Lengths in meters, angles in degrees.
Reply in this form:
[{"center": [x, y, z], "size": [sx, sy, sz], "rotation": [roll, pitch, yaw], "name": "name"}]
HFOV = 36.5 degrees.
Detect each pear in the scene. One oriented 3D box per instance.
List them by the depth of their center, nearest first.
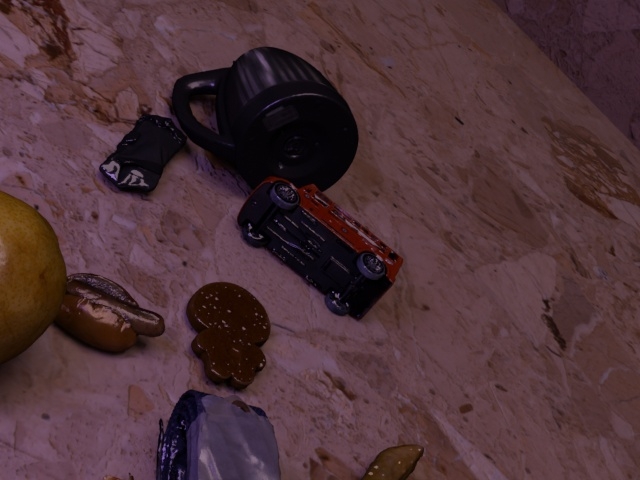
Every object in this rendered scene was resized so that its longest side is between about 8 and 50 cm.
[{"center": [-0.379, 0.038, 1.054], "size": [0.209, 0.209, 0.209], "rotation": [23, 39, -20], "name": "pear"}]

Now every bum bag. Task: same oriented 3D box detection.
[{"center": [-0.265, -0.139, 1.477], "size": [0.087, 0.049, 0.197], "rotation": [28, 38, -5], "name": "bum bag"}]

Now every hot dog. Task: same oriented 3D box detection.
[{"center": [-0.267, 0.093, 1.218], "size": [0.140, 0.060, 0.090], "rotation": [37, 41, -7], "name": "hot dog"}]

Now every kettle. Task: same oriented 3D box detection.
[{"center": [-0.090, -0.213, 1.619], "size": [0.207, 0.251, 0.271], "rotation": [51, 11, -42], "name": "kettle"}]

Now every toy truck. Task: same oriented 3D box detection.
[{"center": [0.000, 0.000, 1.500], "size": [0.253, 0.107, 0.114], "rotation": [40, 36, 0], "name": "toy truck"}]

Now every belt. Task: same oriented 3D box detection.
[{"center": [-0.124, 0.276, 1.072], "size": [0.126, 0.139, 0.230], "rotation": [20, 42, -25], "name": "belt"}]

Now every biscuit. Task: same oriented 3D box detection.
[{"center": [-0.127, 0.127, 1.325], "size": [0.124, 0.026, 0.175], "rotation": [20, 39, -20], "name": "biscuit"}]

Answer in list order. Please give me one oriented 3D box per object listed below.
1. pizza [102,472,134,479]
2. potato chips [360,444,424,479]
[{"center": [-0.241, 0.281, 1.075], "size": [0.083, 0.016, 0.037], "rotation": [-19, 65, -45], "name": "pizza"}, {"center": [0.047, 0.375, 1.179], "size": [0.080, 0.057, 0.407], "rotation": [33, 36, -1], "name": "potato chips"}]
